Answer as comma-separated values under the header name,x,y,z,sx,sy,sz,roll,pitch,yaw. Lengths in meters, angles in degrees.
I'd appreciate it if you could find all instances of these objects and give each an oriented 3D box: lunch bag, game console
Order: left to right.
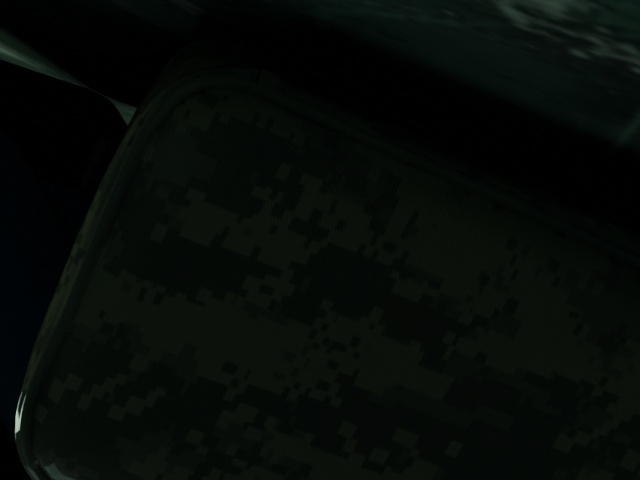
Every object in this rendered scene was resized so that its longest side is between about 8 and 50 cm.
name,x,y,z,sx,sy,sz,roll,pitch,yaw
game console,-0.140,0.035,0.827,0.342,0.060,0.386,6,-134,-58
lunch bag,0.025,0.039,0.700,0.305,0.212,0.256,22,-167,-10
